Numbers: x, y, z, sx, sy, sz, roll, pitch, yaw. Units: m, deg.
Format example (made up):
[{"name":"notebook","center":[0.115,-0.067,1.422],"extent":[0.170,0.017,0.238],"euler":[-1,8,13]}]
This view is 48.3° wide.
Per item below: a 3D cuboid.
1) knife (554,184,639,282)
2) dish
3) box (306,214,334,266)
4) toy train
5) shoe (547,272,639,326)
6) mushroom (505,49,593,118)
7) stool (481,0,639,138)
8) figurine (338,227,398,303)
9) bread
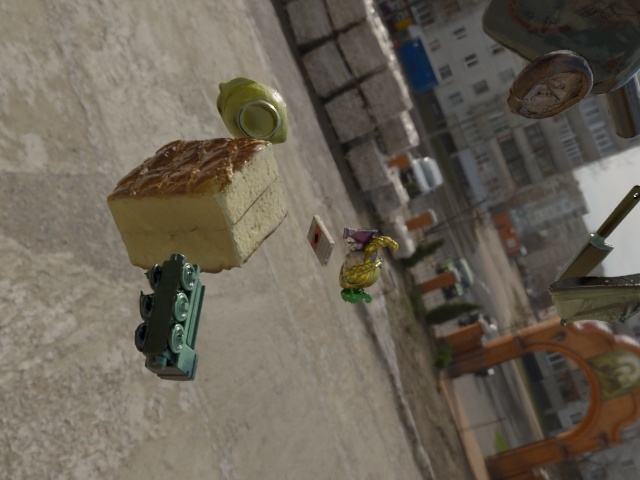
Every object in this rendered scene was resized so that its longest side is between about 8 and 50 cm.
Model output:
[{"name":"knife","center":[0.602,0.014,1.541],"extent":[0.061,0.343,0.027],"euler":[22,42,-5]},{"name":"dish","center":[-0.151,-0.288,1.649],"extent":[0.208,0.149,0.080],"euler":[36,10,-24]},{"name":"box","center":[0.000,0.000,1.153],"extent":[0.083,0.012,0.046],"euler":[-118,-141,-51]},{"name":"toy train","center":[-0.206,0.107,1.001],"extent":[0.111,0.071,0.170],"euler":[66,26,-58]},{"name":"shoe","center":[0.610,0.122,1.450],"extent":[0.103,0.275,0.098],"euler":[-31,112,-58]},{"name":"mushroom","center":[0.317,-0.217,0.998],"extent":[0.123,0.123,0.052],"euler":[47,29,-56]},{"name":"stool","center":[0.484,-0.371,1.199],"extent":[0.310,0.310,0.226],"euler":[48,8,38]},{"name":"figurine","center":[0.096,0.054,1.454],"extent":[0.095,0.115,0.156],"euler":[1,96,-86]},{"name":"bread","center":[-0.252,-0.080,1.512],"extent":[0.279,0.279,0.207],"euler":[-52,138,-51]}]
